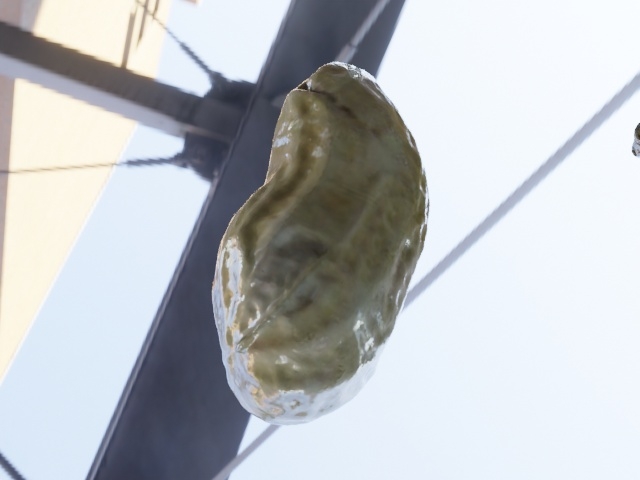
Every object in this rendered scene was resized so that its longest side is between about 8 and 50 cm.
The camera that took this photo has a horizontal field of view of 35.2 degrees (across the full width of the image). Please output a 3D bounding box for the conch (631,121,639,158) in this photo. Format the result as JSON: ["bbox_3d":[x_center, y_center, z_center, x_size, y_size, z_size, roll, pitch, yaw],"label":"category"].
[{"bbox_3d":[0.419,-0.100,1.105,0.207,0.155,0.130,27,-171,-29],"label":"conch"}]

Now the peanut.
[{"bbox_3d":[0.005,0.003,0.920,0.174,0.158,0.340,23,-116,4],"label":"peanut"}]
